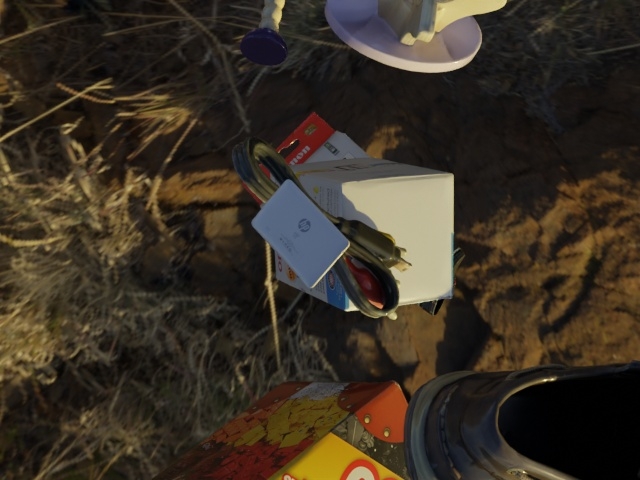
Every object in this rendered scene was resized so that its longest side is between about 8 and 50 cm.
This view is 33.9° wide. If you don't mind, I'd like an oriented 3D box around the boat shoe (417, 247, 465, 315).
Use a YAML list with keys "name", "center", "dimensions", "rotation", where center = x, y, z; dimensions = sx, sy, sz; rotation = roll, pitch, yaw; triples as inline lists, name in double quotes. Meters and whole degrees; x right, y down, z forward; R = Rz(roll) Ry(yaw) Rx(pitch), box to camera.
- name: "boat shoe"
  center: [0.219, 0.072, 1.840]
  dimensions: [0.042, 0.049, 0.133]
  rotation: [38, 113, 21]

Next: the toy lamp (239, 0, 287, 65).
- name: "toy lamp"
  center: [-0.063, -0.394, 1.573]
  dimensions: [0.080, 0.080, 0.275]
  rotation: [11, 63, 1]

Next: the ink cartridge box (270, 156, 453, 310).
- name: "ink cartridge box"
  center: [0.052, -0.016, 1.443]
  dimensions: [0.168, 0.232, 0.171]
  rotation: [-7, 101, -24]

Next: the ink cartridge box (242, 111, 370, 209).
- name: "ink cartridge box"
  center: [-0.029, -0.110, 1.686]
  dimensions: [0.181, 0.225, 0.056]
  rotation: [-44, 137, 1]

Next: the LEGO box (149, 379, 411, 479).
- name: "LEGO box"
  center: [-0.012, 0.433, 0.967]
  dimensions: [0.372, 0.193, 0.500]
  rotation: [-33, 104, -36]

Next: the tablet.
- name: "tablet"
  center: [-0.018, -0.006, 0.893]
  dimensions: [0.083, 0.006, 0.054]
  rotation: [47, 106, 21]

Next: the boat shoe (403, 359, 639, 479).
- name: "boat shoe"
  center: [0.241, 0.157, 0.795]
  dimensions: [0.355, 0.130, 0.132]
  rotation: [1, 77, -23]

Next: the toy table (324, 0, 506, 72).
- name: "toy table"
  center: [0.159, -0.398, 1.748]
  dimensions: [0.274, 0.161, 0.252]
  rotation: [4, 64, -14]

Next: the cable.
- name: "cable"
  center: [0.000, 0.000, 1.214]
  dimensions: [0.287, 0.139, 0.072]
  rotation: [31, 138, -26]
